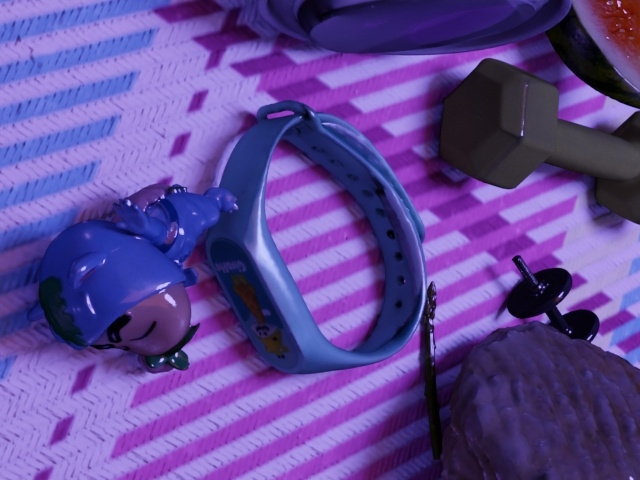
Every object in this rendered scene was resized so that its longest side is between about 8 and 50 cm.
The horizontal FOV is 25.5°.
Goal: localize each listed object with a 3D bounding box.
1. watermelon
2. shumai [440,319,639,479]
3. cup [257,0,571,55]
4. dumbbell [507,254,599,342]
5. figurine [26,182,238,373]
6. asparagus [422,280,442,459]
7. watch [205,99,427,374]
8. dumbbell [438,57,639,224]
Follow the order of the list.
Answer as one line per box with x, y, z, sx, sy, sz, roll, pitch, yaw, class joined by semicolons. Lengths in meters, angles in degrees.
0.276;-0.235;1.398;0.119;0.063;0.245;2;57;-17;watermelon
0.209;0.251;1.267;0.267;0.262;0.314;1;40;-29;shumai
0.080;-0.343;1.173;0.253;0.253;0.371;10;77;-38;cup
0.224;0.071;1.358;0.069;0.069;0.147;-50;116;-32;dumbbell
-0.124;0.028;1.058;0.144;0.114;0.178;55;47;-15;figurine
0.101;0.118;1.289;0.016;0.016;0.162;-2;86;-13;asparagus
0.000;0.000;1.184;0.195;0.068;0.237;-42;112;-35;watch
0.252;-0.089;1.374;0.302;0.121;0.108;11;107;-38;dumbbell
